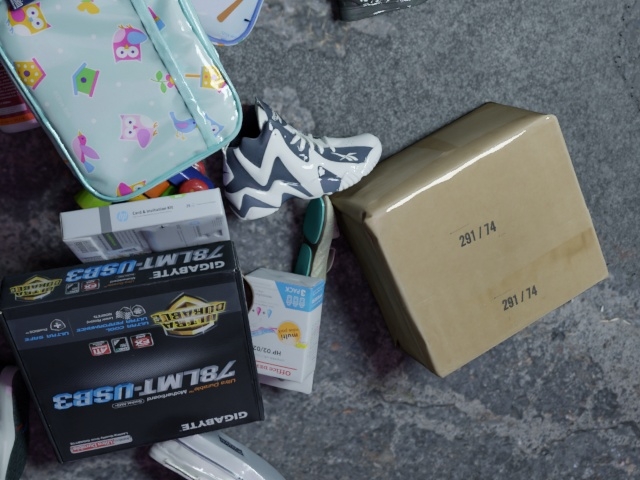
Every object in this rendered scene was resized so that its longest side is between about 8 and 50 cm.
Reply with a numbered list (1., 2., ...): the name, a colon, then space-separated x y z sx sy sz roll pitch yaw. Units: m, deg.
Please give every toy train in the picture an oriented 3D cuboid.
1. toy train: -0.271 -0.093 1.129 0.248 0.105 0.143 38 102 -25

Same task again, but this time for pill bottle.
1. pill bottle: -0.373 -0.214 1.055 0.086 0.086 0.152 -20 111 -15

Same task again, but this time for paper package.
1. paper package: 0.221 -0.005 1.299 0.325 0.168 0.309 -31 114 -12

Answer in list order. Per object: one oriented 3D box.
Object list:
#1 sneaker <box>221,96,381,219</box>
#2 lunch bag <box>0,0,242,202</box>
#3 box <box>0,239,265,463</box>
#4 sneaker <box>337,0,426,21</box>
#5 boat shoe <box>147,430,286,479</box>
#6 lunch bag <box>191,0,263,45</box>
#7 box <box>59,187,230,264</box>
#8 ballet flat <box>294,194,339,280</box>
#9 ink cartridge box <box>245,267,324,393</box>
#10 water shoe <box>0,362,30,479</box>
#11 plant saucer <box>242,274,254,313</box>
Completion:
1. sneaker: -0.034 -0.139 1.202 0.235 0.094 0.153 -19 119 -5
2. lunch bag: -0.227 -0.203 0.990 0.224 0.108 0.279 -28 109 -2
3. box: -0.235 0.152 1.142 0.296 0.073 0.293 -9 128 -7
4. sneaker: 0.073 -0.361 1.206 0.170 0.051 0.089 -18 115 -12
5. boat shoe: -0.139 0.359 1.301 0.267 0.096 0.088 39 92 -24
6. lunch bag: -0.200 -0.380 1.064 0.303 0.115 0.243 20 102 -24
7. box: -0.208 -0.012 1.060 0.186 0.145 0.038 -9 75 -4
8. ballet flat: 0.000 0.000 1.268 0.052 0.057 0.168 -6 129 -30
9. ink cartridge box: -0.060 0.140 1.262 0.104 0.061 0.181 10 104 16
10. water shoe: -0.445 0.258 1.179 0.080 0.073 0.203 12 104 6
11. plant saucer: -0.191 0.077 1.191 0.199 0.036 0.198 -9 143 -6
